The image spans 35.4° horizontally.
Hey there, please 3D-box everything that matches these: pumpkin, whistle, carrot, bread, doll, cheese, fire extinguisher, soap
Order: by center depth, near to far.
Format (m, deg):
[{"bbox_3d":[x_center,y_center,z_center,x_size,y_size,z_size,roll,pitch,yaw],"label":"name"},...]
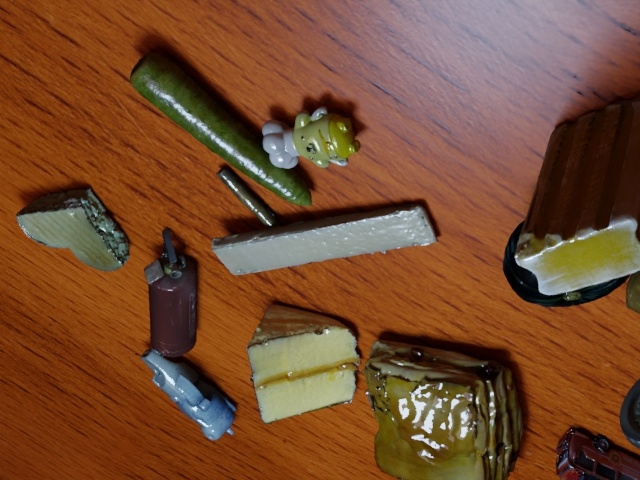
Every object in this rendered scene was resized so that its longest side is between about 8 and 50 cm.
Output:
[{"bbox_3d":[0.360,-0.066,1.279,0.173,0.274,0.089,-21,119,40],"label":"soap"},{"bbox_3d":[0.363,0.025,1.463,0.194,0.150,0.194,18,149,12],"label":"pumpkin"},{"bbox_3d":[-0.019,-0.154,1.545,0.162,0.062,0.106,-4,125,32],"label":"doll"},{"bbox_3d":[-0.149,-0.168,1.596,0.358,0.074,0.074,38,137,-17],"label":"carrot"},{"bbox_3d":[-0.001,0.001,1.686,0.400,0.034,0.085,-9,132,25],"label":"cheese"},{"bbox_3d":[0.222,0.345,1.841,0.277,0.167,0.324,7,135,21],"label":"bread"},{"bbox_3d":[-0.461,-0.034,1.888,0.232,0.064,0.172,24,138,2],"label":"bread"},{"bbox_3d":[-0.025,0.250,1.896,0.178,0.135,0.240,10,133,18],"label":"bread"},{"bbox_3d":[-0.286,0.103,1.920,0.105,0.105,0.269,18,138,10],"label":"fire extinguisher"},{"bbox_3d":[-0.279,0.327,2.137,0.269,0.093,0.180,44,161,-16],"label":"whistle"}]

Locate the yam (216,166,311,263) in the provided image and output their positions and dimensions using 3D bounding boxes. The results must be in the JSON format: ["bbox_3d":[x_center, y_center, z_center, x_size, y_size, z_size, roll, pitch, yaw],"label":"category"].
[{"bbox_3d":[-0.091,-0.041,1.722,0.029,0.027,0.234,-39,111,18],"label":"yam"}]

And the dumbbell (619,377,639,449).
[{"bbox_3d":[0.646,0.354,1.627,0.179,0.179,0.406,-26,117,42],"label":"dumbbell"}]

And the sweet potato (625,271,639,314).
[{"bbox_3d":[0.602,0.025,1.368,0.423,0.130,0.130,-25,118,35],"label":"sweet potato"}]

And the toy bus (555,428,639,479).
[{"bbox_3d":[0.542,0.429,1.818,0.235,0.096,0.073,23,136,2],"label":"toy bus"}]
